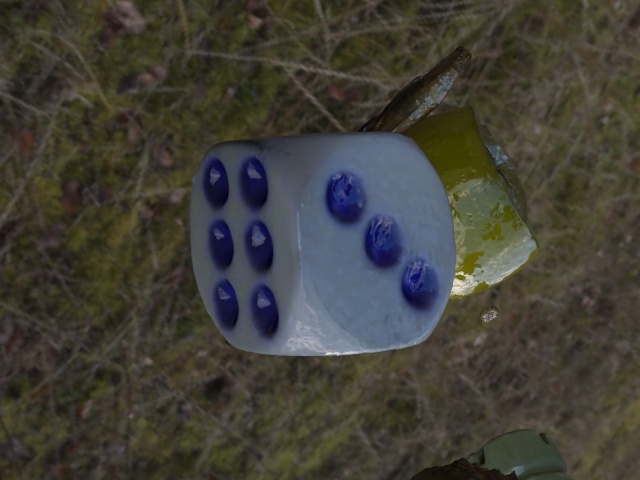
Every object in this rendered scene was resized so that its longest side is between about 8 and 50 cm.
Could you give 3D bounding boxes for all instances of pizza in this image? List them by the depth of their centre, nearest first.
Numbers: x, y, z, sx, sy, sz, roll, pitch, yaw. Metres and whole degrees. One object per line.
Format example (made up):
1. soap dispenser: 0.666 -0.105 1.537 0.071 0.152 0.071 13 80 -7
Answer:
1. pizza: 0.308 0.135 1.901 0.037 0.016 0.083 -21 161 0

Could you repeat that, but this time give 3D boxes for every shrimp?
1. shrimp: 0.155 -0.241 1.759 0.253 0.058 0.173 -39 -166 27

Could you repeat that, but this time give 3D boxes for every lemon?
1. lemon: 0.211 -0.049 1.924 0.364 0.364 0.364 -36 145 -30

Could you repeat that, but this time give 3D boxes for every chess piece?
1. chess piece: 0.396 0.531 1.710 0.234 0.442 0.234 -15 139 -14

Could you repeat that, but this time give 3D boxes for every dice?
1. dice: 0.000 0.000 1.278 0.251 0.243 0.259 -5 92 -39

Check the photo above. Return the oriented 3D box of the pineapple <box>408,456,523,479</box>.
1. pineapple: 0.178 0.245 0.792 0.248 0.128 0.128 17 110 -21
